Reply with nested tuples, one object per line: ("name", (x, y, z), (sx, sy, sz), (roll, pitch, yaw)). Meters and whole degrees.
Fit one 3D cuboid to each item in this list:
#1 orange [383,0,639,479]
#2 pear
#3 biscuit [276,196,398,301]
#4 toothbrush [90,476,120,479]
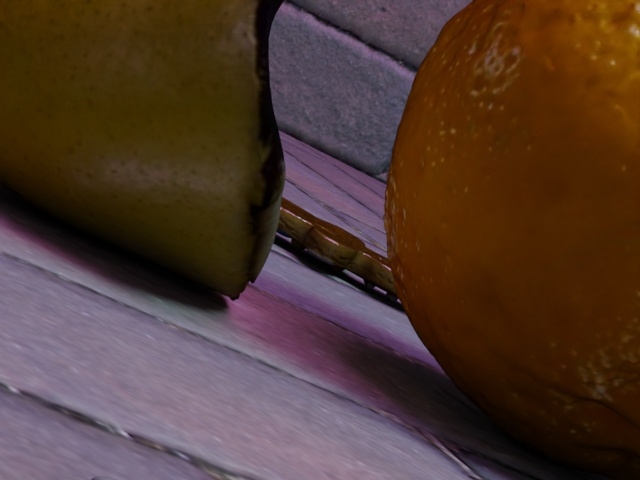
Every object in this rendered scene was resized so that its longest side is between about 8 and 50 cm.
("orange", (0.205, -0.008, 1.025), (0.341, 0.340, 0.293), (26, 47, -20))
("pear", (-0.113, -0.084, 0.960), (0.178, 0.267, 0.267), (-4, 11, -9))
("biscuit", (0.000, 0.001, 1.431), (0.205, 0.031, 0.138), (28, 5, 2))
("toothbrush", (0.038, 0.110, 0.536), (0.304, 0.030, 0.030), (23, 7, -46))
